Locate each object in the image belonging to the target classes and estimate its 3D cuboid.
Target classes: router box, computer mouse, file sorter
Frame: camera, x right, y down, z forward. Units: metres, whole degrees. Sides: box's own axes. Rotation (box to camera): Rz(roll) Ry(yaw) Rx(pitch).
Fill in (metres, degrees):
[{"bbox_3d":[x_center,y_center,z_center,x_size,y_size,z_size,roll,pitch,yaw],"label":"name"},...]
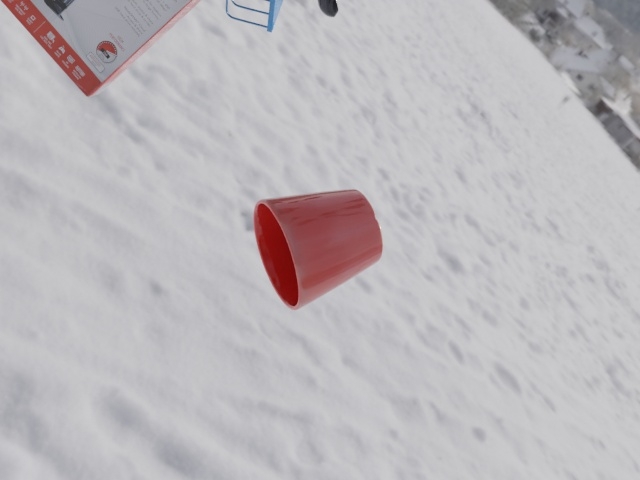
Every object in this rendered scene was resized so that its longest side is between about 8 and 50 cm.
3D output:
[{"bbox_3d":[-0.427,-0.491,1.336,0.335,0.301,0.082,49,15,-11],"label":"router box"},{"bbox_3d":[-0.002,-0.746,2.117,0.071,0.041,0.242,49,-10,41],"label":"computer mouse"},{"bbox_3d":[-0.124,-0.544,1.512,0.105,0.118,0.170,14,59,0],"label":"file sorter"}]

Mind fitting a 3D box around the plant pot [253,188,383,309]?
[{"bbox_3d":[0.000,0.000,1.754,0.243,0.275,0.275,-19,58,-19],"label":"plant pot"}]
